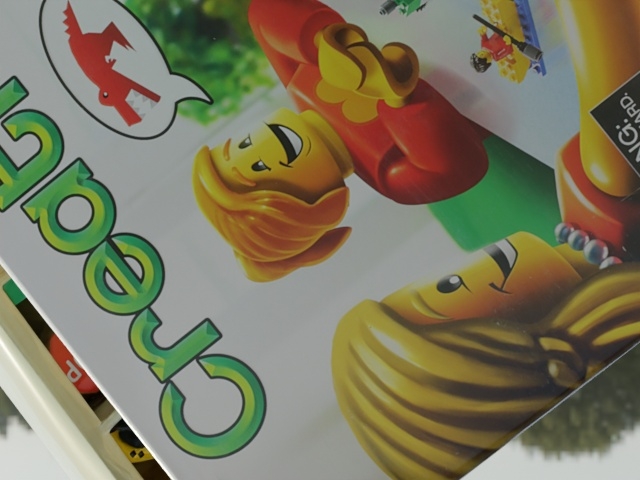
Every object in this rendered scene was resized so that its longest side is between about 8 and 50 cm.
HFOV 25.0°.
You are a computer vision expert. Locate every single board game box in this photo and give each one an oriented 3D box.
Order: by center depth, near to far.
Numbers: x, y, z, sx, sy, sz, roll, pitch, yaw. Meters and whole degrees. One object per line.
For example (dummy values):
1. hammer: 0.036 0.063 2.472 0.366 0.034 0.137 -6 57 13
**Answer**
1. board game box: -0.028 -0.078 0.397 0.193 0.305 0.053 -39 180 5

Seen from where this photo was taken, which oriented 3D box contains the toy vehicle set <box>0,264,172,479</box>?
1. toy vehicle set: 0.000 0.000 0.560 0.035 0.166 0.267 -8 -148 52
